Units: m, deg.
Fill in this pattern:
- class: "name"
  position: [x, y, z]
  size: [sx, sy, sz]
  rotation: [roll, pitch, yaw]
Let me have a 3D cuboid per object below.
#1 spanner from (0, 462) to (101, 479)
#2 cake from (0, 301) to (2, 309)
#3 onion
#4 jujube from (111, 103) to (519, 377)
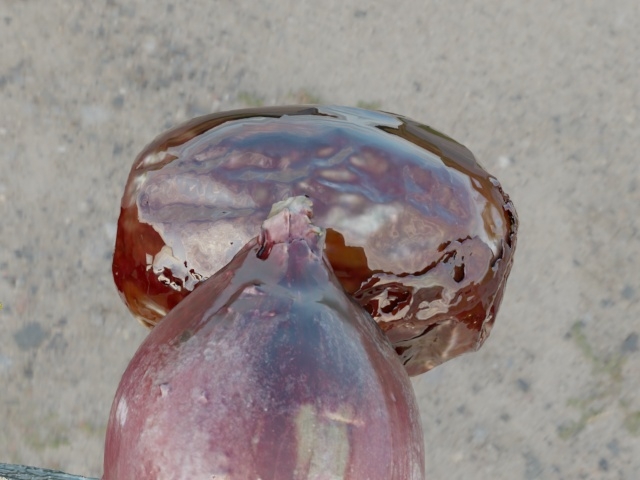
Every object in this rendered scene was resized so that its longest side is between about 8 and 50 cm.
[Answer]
- class: "spanner"
  position: [-0.366, 0.264, 1.582]
  size: [0.325, 0.026, 0.093]
  rotation: [8, 26, 8]
- class: "cake"
  position: [-0.361, 0.052, 0.963]
  size: [0.227, 0.286, 0.222]
  rotation: [0, 82, 3]
- class: "onion"
  position: [-0.023, 0.075, 0.668]
  size: [0.159, 0.159, 0.195]
  rotation: [9, 90, -9]
- class: "jujube"
  position: [0.000, 0.000, 0.876]
  size: [0.243, 0.183, 0.183]
  rotation: [11, 59, 3]
